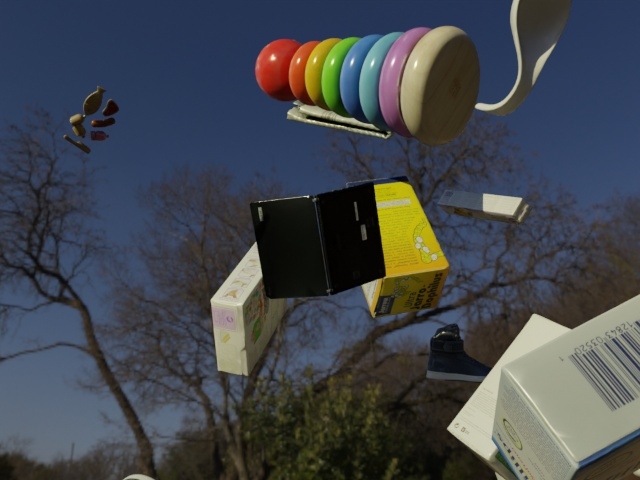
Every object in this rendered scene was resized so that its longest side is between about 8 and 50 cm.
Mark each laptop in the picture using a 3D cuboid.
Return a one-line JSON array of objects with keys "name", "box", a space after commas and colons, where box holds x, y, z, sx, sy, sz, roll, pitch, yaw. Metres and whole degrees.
[{"name": "laptop", "box": [0.000, 0.000, 1.464, 0.265, 0.234, 0.137, -16, 14, -33]}]

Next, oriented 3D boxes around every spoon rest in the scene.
[{"name": "spoon rest", "box": [0.391, -0.365, 1.195, 0.137, 0.084, 0.276, 7, -66, -31]}]

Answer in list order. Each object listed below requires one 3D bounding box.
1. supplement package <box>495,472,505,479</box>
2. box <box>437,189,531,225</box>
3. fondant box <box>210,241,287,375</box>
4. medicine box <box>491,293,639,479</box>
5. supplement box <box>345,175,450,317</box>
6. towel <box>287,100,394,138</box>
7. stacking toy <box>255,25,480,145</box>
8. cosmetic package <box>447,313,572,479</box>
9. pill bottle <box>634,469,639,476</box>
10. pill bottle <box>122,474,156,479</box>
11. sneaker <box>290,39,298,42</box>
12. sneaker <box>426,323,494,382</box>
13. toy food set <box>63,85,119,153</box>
[{"name": "supplement package", "box": [0.594, 0.659, 1.684, 0.176, 0.292, 0.177, -15, -16, -8]}, {"name": "box", "box": [0.512, -0.108, 1.998, 0.063, 0.067, 0.324, 38, -14, -32]}, {"name": "fondant box", "box": [-0.189, 0.180, 1.765, 0.096, 0.330, 0.238, 7, -60, 13]}, {"name": "medicine box", "box": [0.393, 0.228, 0.865, 0.264, 0.149, 0.289, -26, -36, -7]}, {"name": "supplement box", "box": [0.201, 0.012, 1.803, 0.195, 0.356, 0.194, -8, -39, -12]}, {"name": "towel", "box": [0.103, -0.393, 1.820, 0.324, 0.312, 0.056, 14, -54, 21]}, {"name": "stacking toy", "box": [0.040, -0.223, 0.848, 0.330, 0.141, 0.141, 21, -7, 40]}, {"name": "cosmetic package", "box": [0.506, 0.389, 1.531, 0.197, 0.365, 0.155, 44, -9, -30]}, {"name": "pill bottle", "box": [0.664, 0.427, 1.194, 0.078, 0.078, 0.137, 8, -12, -21]}, {"name": "pill bottle", "box": [-0.334, 0.491, 1.009, 0.119, 0.119, 0.208, -18, 15, 28]}, {"name": "sneaker", "box": [-0.015, -0.470, 1.718, 0.086, 0.192, 0.064, -39, 9, -31]}, {"name": "sneaker", "box": [0.422, 0.324, 1.813, 0.226, 0.163, 0.086, 5, -7, -5]}, {"name": "toy food set", "box": [-0.432, -0.230, 1.207, 0.122, 0.019, 0.078, -48, -55, 7]}]
